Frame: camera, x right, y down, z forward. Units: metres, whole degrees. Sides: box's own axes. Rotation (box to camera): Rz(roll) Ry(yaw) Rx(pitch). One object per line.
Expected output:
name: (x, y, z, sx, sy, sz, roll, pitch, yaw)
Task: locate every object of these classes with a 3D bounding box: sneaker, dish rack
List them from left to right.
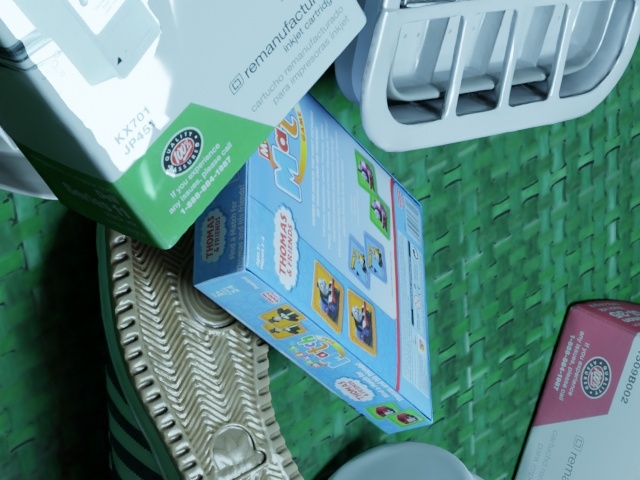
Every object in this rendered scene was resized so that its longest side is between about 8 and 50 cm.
sneaker: (-0.092, 0.106, 0.974, 0.099, 0.153, 0.282, -19, 91, -36)
dish rack: (0.123, -0.228, 0.999, 0.285, 0.072, 0.333, -13, 125, -46)

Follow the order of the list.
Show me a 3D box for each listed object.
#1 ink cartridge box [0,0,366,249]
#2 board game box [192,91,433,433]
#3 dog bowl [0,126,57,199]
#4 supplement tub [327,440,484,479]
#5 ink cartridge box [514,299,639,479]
ink cartridge box: (-0.090, -0.123, 0.705, 0.153, 0.087, 0.208, -50, 135, -16)
board game box: (0.000, 0.000, 0.979, 0.211, 0.039, 0.160, 43, 38, -47)
dog bowl: (-0.111, -0.199, 0.788, 0.348, 0.102, 0.349, -22, 124, -38)
supplement tub: (0.081, 0.246, 1.166, 0.144, 0.144, 0.200, -47, 135, -19)
ink cartridge box: (0.298, 0.189, 1.254, 0.117, 0.283, 0.207, 6, 104, -47)
